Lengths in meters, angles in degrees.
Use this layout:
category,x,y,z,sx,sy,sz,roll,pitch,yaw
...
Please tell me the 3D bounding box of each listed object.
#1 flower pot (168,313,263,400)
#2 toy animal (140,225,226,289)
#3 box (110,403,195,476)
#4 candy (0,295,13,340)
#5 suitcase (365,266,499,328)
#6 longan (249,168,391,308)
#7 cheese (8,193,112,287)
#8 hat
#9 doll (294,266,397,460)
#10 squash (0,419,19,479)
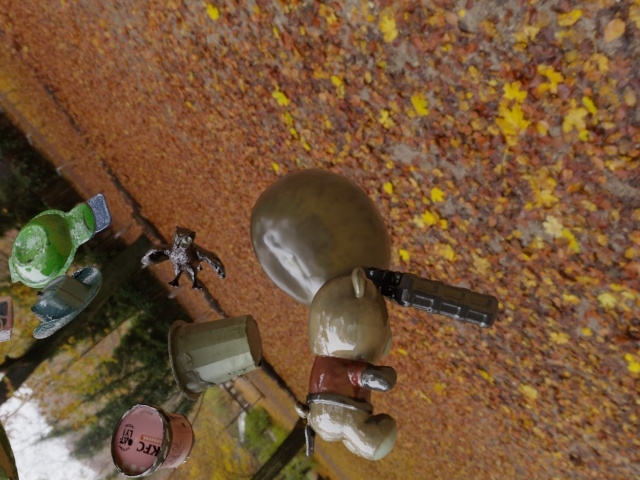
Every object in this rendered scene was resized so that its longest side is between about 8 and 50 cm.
category,x,y,z,sx,sy,sz,roll,pitch,yaw
flower pot,-0.263,0.294,1.281,0.212,0.202,0.213,-12,-90,-86
toy animal,-0.338,0.031,1.222,0.218,0.116,0.180,11,120,-4
box,-0.376,0.459,1.126,0.151,0.151,0.135,34,177,32
candy,-0.640,0.157,0.932,0.160,0.092,0.073,-29,69,54
suitcase,0.215,0.113,1.023,0.206,0.066,0.285,16,177,-8
longan,0.000,0.000,1.288,0.404,0.404,0.336,48,119,-1
cheese,-0.654,-0.001,1.220,0.204,0.320,0.083,64,-171,22
hat,-0.512,0.115,0.953,0.078,0.190,0.138,41,-151,-29
doll,0.045,0.223,0.899,0.174,0.330,0.235,7,157,-5
squash,-0.664,0.415,0.824,0.384,0.263,0.263,4,134,51
